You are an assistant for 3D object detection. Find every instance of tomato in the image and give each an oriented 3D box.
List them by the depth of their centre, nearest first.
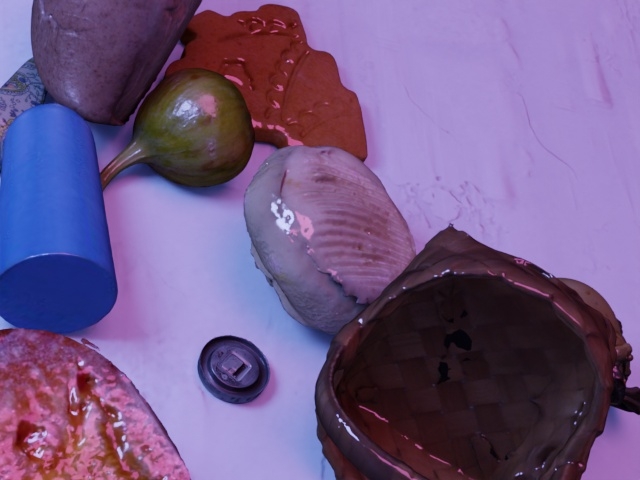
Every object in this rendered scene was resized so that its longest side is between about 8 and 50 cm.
[{"bbox_3d":[-0.290,0.255,1.287,0.338,0.143,0.338,11,52,-14],"label":"tomato"}]

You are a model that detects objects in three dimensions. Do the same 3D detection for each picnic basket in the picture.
[{"bbox_3d":[0.131,0.185,1.415,0.293,0.337,0.337,32,45,4],"label":"picnic basket"}]

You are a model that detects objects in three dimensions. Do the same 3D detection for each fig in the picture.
[{"bbox_3d":[-0.196,-0.108,1.689,0.245,0.149,0.149,-32,70,-21],"label":"fig"}]

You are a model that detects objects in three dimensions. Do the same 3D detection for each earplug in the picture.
[{"bbox_3d":[-0.299,-0.042,1.555,0.132,0.132,0.273,8,46,-21],"label":"earplug"}]

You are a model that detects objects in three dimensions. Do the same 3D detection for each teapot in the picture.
[{"bbox_3d":[0.303,0.145,1.654,0.269,0.173,0.182,37,-4,-34],"label":"teapot"}]

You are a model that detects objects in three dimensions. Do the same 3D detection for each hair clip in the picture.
[{"bbox_3d":[-0.368,-0.161,1.680,0.066,0.036,0.229,30,45,-10],"label":"hair clip"}]

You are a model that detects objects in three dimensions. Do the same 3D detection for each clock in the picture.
[{"bbox_3d":[-0.098,0.145,1.568,0.085,0.017,0.085,15,47,-16],"label":"clock"}]

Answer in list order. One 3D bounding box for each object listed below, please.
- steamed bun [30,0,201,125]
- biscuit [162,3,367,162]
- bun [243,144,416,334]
[{"bbox_3d":[-0.257,-0.301,1.702,0.199,0.251,0.301,30,33,-6],"label":"steamed bun"},{"bbox_3d":[-0.055,-0.207,1.875,0.306,0.043,0.284,39,45,8],"label":"biscuit"},{"bbox_3d":[0.000,0.000,1.652,0.239,0.141,0.239,34,38,-32],"label":"bun"}]
